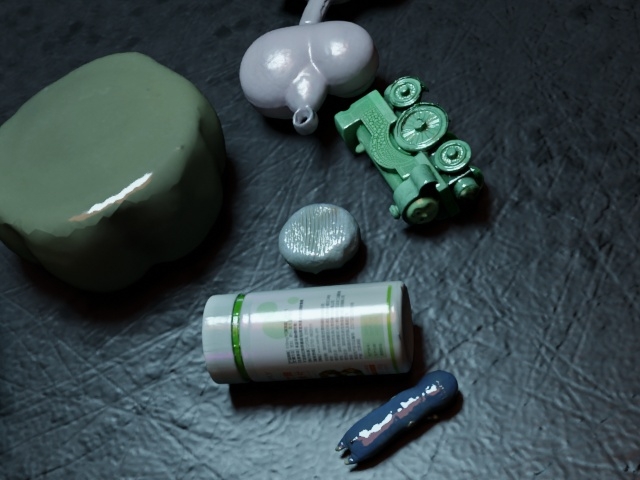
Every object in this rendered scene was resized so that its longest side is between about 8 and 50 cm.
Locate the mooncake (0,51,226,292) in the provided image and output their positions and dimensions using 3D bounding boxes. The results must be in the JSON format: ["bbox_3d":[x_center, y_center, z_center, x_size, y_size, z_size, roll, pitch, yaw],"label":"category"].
[{"bbox_3d":[-0.226,-0.070,1.131,0.275,0.135,0.275,-9,50,11],"label":"mooncake"}]

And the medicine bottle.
[{"bbox_3d":[-0.009,0.085,0.985,0.183,0.086,0.086,-5,54,12],"label":"medicine bottle"}]

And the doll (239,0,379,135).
[{"bbox_3d":[0.002,-0.260,1.226,0.160,0.094,0.365,-4,52,18],"label":"doll"}]

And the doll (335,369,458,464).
[{"bbox_3d":[0.069,0.157,0.950,0.125,0.027,0.037,-33,52,-6],"label":"doll"}]

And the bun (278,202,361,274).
[{"bbox_3d":[0.000,0.000,1.070,0.083,0.045,0.083,-9,53,13],"label":"bun"}]

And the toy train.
[{"bbox_3d":[0.093,-0.091,1.097,0.104,0.071,0.178,-31,51,2],"label":"toy train"}]
